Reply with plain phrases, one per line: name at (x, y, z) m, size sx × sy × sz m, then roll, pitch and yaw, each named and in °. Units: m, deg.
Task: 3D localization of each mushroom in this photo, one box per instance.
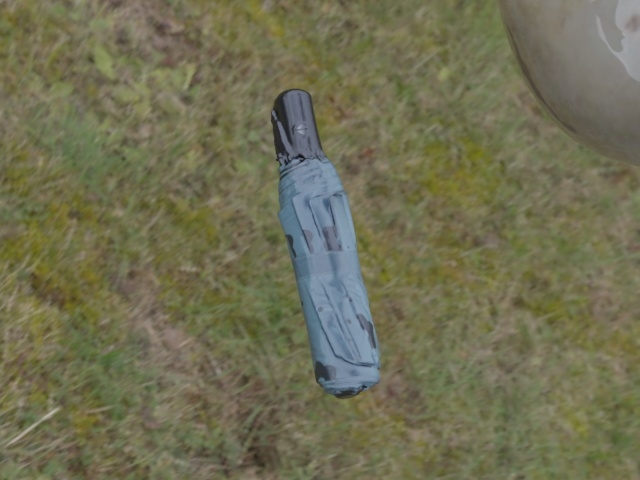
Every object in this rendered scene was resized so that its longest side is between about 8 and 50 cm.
mushroom at (0.197, -0.143, 0.735) m, size 0.204 × 0.204 × 0.204 m, roll 9°, pitch 69°, yaw -25°

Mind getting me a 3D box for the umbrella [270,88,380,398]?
umbrella at (0.002, -0.001, 1.045) m, size 0.052 × 0.053 × 0.250 m, roll 15°, pitch 61°, yaw -61°
